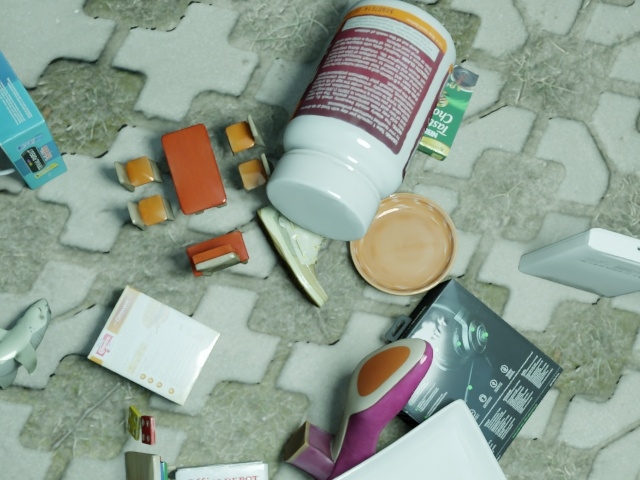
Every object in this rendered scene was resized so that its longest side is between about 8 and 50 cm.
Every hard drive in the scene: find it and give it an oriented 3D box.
[{"bbox_3d":[0.507,0.045,1.677,0.203,0.307,0.040,16,79,-7],"label":"hard drive"}]

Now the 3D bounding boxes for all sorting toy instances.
[{"bbox_3d":[-0.284,0.417,1.587,0.046,0.132,0.275,0,82,-32],"label":"sorting toy"}]

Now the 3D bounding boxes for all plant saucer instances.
[{"bbox_3d":[0.155,0.009,1.743,0.199,0.037,0.200,-1,71,3],"label":"plant saucer"}]

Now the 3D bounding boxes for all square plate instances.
[{"bbox_3d":[0.175,0.493,1.535,0.347,0.049,0.344,-27,88,-21],"label":"square plate"}]

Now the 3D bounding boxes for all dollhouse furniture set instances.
[{"bbox_3d":[-0.205,-0.074,1.631,0.261,0.135,0.259,-19,81,2],"label":"dollhouse furniture set"}]

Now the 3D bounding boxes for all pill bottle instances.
[{"bbox_3d":[0.070,-0.210,1.645,0.224,0.224,0.392,28,68,-4],"label":"pill bottle"}]

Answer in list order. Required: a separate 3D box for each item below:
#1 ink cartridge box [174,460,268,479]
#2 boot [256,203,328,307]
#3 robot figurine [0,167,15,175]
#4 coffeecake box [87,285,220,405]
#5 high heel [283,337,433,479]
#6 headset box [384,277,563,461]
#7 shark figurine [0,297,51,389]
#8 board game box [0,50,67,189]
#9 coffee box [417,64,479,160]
[{"bbox_3d":[-0.166,0.493,1.607,0.160,0.092,0.220,-2,81,-10],"label":"ink cartridge box"},{"bbox_3d":[0.000,0.000,1.717,0.165,0.077,0.213,-29,80,-12],"label":"boot"},{"bbox_3d":[-0.695,-0.109,1.555,0.353,0.200,0.300,16,117,-7],"label":"robot figurine"},{"bbox_3d":[-0.291,0.185,1.646,0.185,0.068,0.142,28,78,-4],"label":"coffeecake box"},{"bbox_3d":[0.109,0.306,1.579,0.181,0.377,0.127,31,39,-17],"label":"high heel"},{"bbox_3d":[0.243,0.241,1.694,0.283,0.131,0.246,39,78,-2],"label":"headset box"},{"bbox_3d":[-0.574,0.217,1.583,0.278,0.116,0.166,-19,51,-19],"label":"shark figurine"},{"bbox_3d":[-0.530,-0.237,1.533,0.079,0.336,0.254,-32,87,-13],"label":"board game box"},{"bbox_3d":[0.225,-0.258,1.813,0.113,0.040,0.184,25,78,-5],"label":"coffee box"}]
